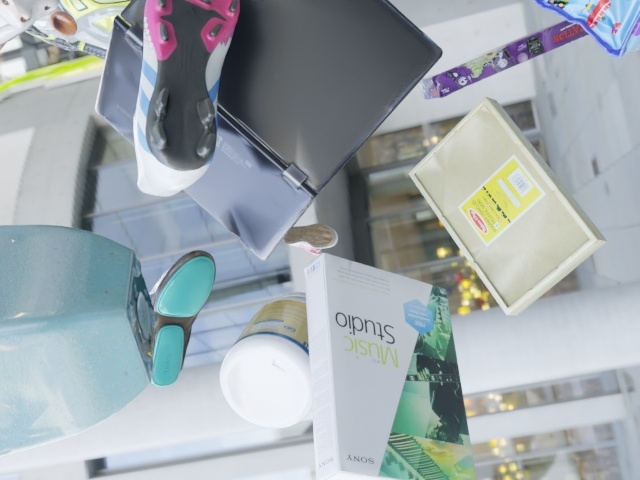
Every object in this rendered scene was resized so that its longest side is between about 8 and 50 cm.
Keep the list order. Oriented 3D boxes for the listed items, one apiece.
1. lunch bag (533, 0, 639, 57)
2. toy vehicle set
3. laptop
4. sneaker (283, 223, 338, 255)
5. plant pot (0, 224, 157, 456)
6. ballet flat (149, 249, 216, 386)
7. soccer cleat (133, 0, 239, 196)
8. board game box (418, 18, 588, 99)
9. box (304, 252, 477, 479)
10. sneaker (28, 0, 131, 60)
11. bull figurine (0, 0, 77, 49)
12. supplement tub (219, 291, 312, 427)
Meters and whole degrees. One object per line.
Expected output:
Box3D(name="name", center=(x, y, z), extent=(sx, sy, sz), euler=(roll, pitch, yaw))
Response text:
Box3D(name="lunch bag", center=(0.423, -0.387, 1.037), extent=(0.138, 0.293, 0.221), euler=(42, -142, 21))
Box3D(name="toy vehicle set", center=(0.256, -0.050, 1.223), extent=(0.035, 0.166, 0.266), euler=(4, -132, -52))
Box3D(name="laptop", center=(-0.103, -0.237, 1.318), extent=(0.382, 0.236, 0.408), euler=(42, 149, 0))
Box3D(name="sneaker", center=(0.000, 0.000, 1.447), extent=(0.067, 0.118, 0.042), euler=(22, -103, -43))
Box3D(name="plant pot", center=(-0.371, 0.125, 1.231), extent=(0.247, 0.252, 0.247), euler=(-100, 2, -52))
Box3D(name="ballet flat", center=(-0.265, 0.124, 1.528), extent=(0.096, 0.095, 0.280), euler=(50, 123, 53))
Box3D(name="soccer cleat", center=(-0.180, -0.209, 1.074), extent=(0.143, 0.116, 0.331), euler=(-38, 42, 56))
Box3D(name="board game box", center=(0.362, -0.353, 1.633), extent=(0.208, 0.347, 0.056), euler=(-99, -14, -77))
Box3D(name="box", center=(0.095, 0.189, 1.204), extent=(0.232, 0.058, 0.321), euler=(16, -127, -29))
Box3D(name="sneaker", center=(-0.459, -0.428, 1.588), extent=(0.145, 0.385, 0.147), euler=(6, -76, -77))
Box3D(name="bull figurine", center=(-0.373, -0.222, 0.823), extent=(0.310, 0.188, 0.101), euler=(34, 163, 35))
Box3D(name="supplement tub", center=(-0.053, 0.170, 1.288), extent=(0.199, 0.144, 0.144), euler=(-57, -46, -66))
